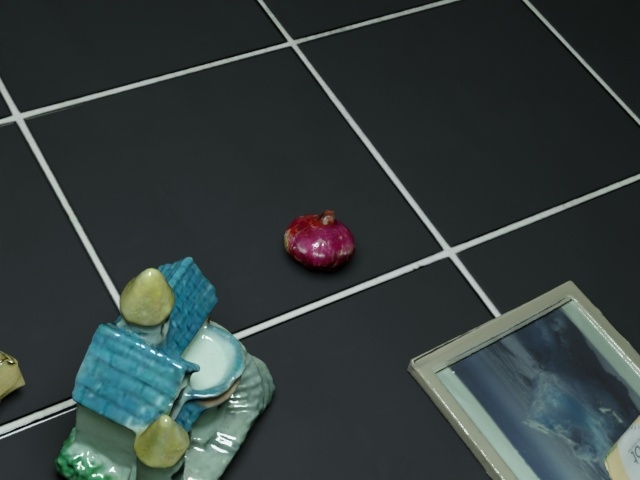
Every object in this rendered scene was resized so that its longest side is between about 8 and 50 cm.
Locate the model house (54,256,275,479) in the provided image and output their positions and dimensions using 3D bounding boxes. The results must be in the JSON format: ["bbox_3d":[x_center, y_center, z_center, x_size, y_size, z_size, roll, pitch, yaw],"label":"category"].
[{"bbox_3d":[-0.173,0.150,1.265,0.194,0.325,0.267,25,52,10],"label":"model house"}]

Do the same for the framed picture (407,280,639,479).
[{"bbox_3d":[0.375,0.275,1.478,0.326,0.028,0.446,-24,61,-28],"label":"framed picture"}]

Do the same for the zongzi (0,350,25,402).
[{"bbox_3d":[-0.485,0.175,1.340,0.176,0.078,0.160,28,52,23],"label":"zongzi"}]

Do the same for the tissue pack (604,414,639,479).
[{"bbox_3d":[0.489,0.254,1.361,0.186,0.222,0.090,-1,55,-15],"label":"tissue pack"}]

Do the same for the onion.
[{"bbox_3d":[0.000,0.000,1.565,0.107,0.097,0.107,13,16,-4],"label":"onion"}]
